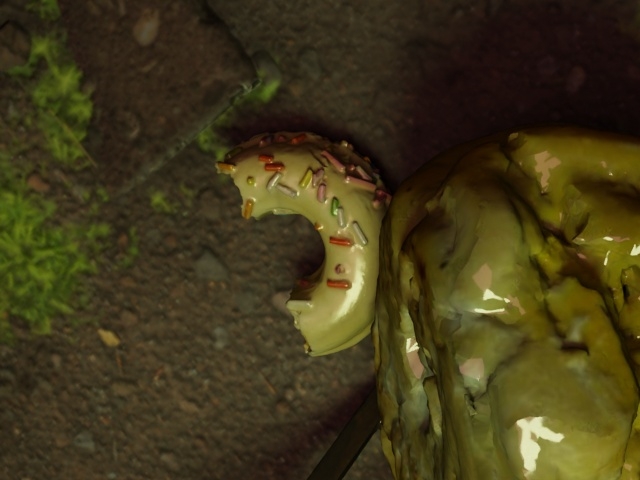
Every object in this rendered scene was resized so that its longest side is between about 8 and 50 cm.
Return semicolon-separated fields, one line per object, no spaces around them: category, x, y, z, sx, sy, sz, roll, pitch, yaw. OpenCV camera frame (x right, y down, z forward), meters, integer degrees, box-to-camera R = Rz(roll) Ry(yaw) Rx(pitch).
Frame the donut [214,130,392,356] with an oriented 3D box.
donut;0.003;-0.004;1.240;0.108;0.065;0.166;-20;93;18

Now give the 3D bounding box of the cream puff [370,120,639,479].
cream puff;0.176;0.088;1.111;0.257;0.291;0.324;-11;70;-7

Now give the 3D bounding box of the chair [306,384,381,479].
chair;-0.019;0.344;1.260;0.203;0.416;0.241;33;151;10
